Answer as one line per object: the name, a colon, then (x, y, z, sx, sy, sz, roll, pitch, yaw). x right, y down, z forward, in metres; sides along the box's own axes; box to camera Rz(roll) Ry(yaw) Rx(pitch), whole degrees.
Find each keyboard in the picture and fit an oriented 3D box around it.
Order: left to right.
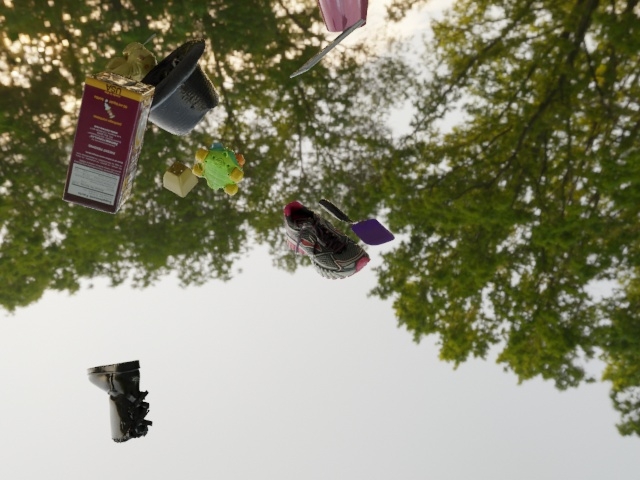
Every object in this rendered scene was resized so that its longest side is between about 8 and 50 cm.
keyboard: (0.020, -0.483, 1.333, 0.256, 0.014, 0.072, -48, -158, -29)

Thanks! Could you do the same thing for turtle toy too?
turtle toy: (-0.188, -0.136, 1.010, 0.095, 0.130, 0.066, 30, -120, -5)

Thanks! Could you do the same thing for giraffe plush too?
giraffe plush: (-0.498, -0.467, 1.534, 0.210, 0.170, 0.181, -24, -137, 19)

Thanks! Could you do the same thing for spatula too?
spatula: (0.075, -0.056, 1.386, 0.084, 0.030, 0.296, -18, -151, -25)

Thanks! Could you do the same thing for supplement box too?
supplement box: (-0.320, -0.150, 0.808, 0.081, 0.188, 0.104, 16, -161, -12)

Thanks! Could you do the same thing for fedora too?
fedora: (-0.371, -0.372, 1.381, 0.334, 0.152, 0.334, -30, -147, 22)

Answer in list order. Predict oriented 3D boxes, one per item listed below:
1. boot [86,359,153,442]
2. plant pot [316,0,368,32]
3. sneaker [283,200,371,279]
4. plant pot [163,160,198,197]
boot: (-0.269, 0.213, 0.705, 0.121, 0.099, 0.045, -16, 170, 40)
plant pot: (0.070, -0.752, 1.642, 0.201, 0.180, 0.201, -8, -150, 5)
sneaker: (0.000, 0.000, 1.335, 0.121, 0.112, 0.299, -35, -138, -26)
plant pot: (-0.451, -0.205, 1.695, 0.081, 0.083, 0.081, 29, -119, 12)
